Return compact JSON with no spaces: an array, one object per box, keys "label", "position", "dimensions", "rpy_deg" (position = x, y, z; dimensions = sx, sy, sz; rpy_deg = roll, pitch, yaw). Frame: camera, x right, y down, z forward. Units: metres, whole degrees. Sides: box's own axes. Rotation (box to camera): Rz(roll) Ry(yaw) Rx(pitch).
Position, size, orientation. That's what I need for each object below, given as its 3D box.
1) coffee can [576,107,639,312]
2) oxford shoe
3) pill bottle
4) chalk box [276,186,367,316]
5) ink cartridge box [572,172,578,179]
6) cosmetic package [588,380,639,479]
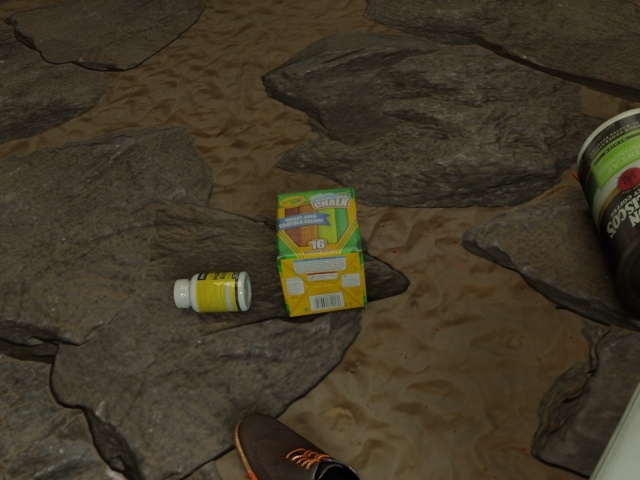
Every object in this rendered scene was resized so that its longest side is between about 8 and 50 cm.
[{"label":"coffee can","position":[0.520,-0.047,1.112],"dimensions":[0.201,0.201,0.275],"rpy_deg":[-3,40,6]},{"label":"oxford shoe","position":[-0.008,0.282,0.892],"dimensions":[0.097,0.098,0.271],"rpy_deg":[-25,44,-37]},{"label":"pill bottle","position":[-0.175,0.084,1.186],"dimensions":[0.116,0.065,0.065],"rpy_deg":[-3,41,7]},{"label":"chalk box","position":[0.000,0.000,1.201],"dimensions":[0.132,0.132,0.213],"rpy_deg":[-7,41,1]},{"label":"ink cartridge box","position":[0.529,-0.129,1.335],"dimensions":[0.115,0.029,0.063],"rpy_deg":[-13,41,-6]},{"label":"cosmetic package","position":[0.434,0.295,0.572],"dimensions":[0.394,0.329,0.327],"rpy_deg":[15,36,34]}]
